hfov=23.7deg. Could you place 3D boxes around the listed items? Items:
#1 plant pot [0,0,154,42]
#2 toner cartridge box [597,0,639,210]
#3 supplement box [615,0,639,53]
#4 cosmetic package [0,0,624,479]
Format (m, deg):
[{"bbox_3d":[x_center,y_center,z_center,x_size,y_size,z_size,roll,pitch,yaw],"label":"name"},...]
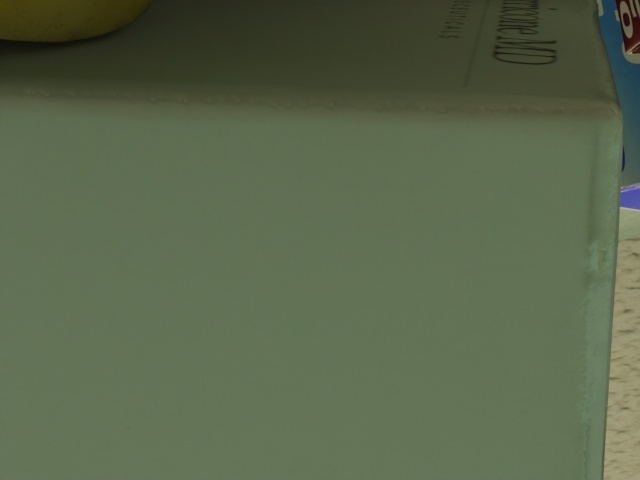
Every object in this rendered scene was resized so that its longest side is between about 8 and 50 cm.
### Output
[{"bbox_3d":[-0.091,-0.137,0.437,0.134,0.134,0.095,-5,140,-39],"label":"plant pot"},{"bbox_3d":[0.235,-0.102,0.968,0.075,0.165,0.348,-15,171,27],"label":"toner cartridge box"},{"bbox_3d":[0.238,-0.163,0.645,0.239,0.130,0.073,-9,173,-12],"label":"supplement box"},{"bbox_3d":[-0.132,-0.001,0.532,0.453,0.162,0.230,3,-163,7],"label":"cosmetic package"}]
